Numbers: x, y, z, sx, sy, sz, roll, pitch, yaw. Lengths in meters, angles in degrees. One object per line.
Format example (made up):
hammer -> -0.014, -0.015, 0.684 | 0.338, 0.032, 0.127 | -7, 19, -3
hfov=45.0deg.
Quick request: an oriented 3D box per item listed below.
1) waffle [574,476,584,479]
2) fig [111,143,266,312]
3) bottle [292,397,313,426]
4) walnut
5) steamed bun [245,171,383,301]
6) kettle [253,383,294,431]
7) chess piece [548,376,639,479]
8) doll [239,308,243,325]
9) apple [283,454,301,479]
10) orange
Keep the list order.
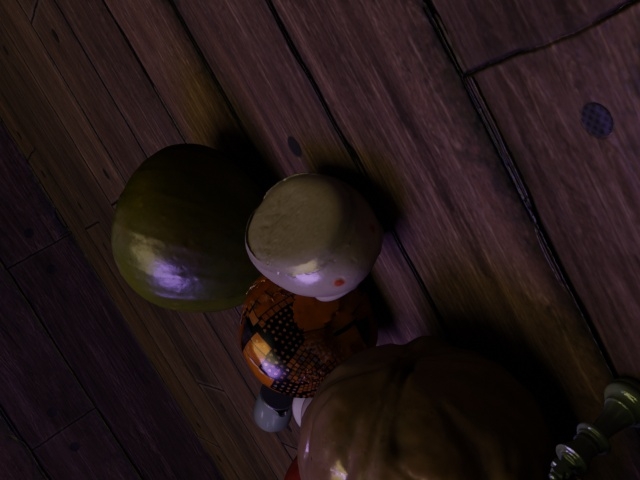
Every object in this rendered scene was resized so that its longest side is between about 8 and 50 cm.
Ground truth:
waffle -> 0.390, 0.377, 0.798 | 0.380, 0.095, 0.382 | 13, 141, 31
fig -> -0.197, -0.009, 1.354 | 0.316, 0.316, 0.316 | 42, 152, 29
bottle -> 0.019, 0.341, 1.531 | 0.147, 0.147, 0.236 | 62, 163, -11
walnut -> 0.140, 0.306, 1.048 | 0.381, 0.381, 0.381 | 42, 152, 29
steamed bun -> 0.000, 0.000, 1.111 | 0.131, 0.177, 0.228 | 41, 168, -38
kettle -> -0.107, 0.385, 1.888 | 0.098, 0.127, 0.148 | 19, 146, 3
chess piece -> 0.299, 0.213, 0.837 | 0.059, 0.149, 0.059 | 42, 153, 27
doll -> -0.114, 0.175, 1.637 | 0.152, 0.085, 0.114 | 12, 151, 43
apple -> 0.035, 0.517, 1.617 | 0.218, 0.201, 0.218 | 50, 173, 8
orange -> -0.022, 0.138, 1.245 | 0.182, 0.234, 0.234 | 9, 128, 59
